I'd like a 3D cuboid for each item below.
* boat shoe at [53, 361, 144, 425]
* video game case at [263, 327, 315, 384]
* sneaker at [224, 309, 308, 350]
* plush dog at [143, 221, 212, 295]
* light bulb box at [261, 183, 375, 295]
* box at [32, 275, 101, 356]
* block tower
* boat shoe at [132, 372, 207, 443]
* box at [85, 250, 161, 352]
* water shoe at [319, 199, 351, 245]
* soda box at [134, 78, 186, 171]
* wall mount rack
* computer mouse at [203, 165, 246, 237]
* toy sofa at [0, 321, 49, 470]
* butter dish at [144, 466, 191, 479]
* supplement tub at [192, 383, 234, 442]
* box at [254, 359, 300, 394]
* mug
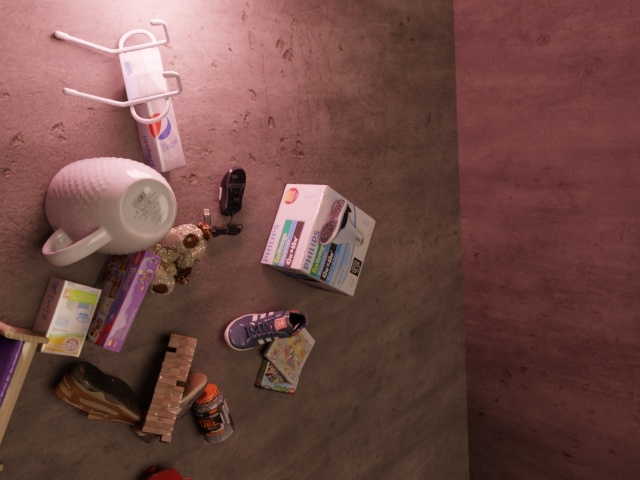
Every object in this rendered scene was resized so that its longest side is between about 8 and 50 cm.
[{"bbox_3d":[-0.666,0.480,1.629,0.120,0.122,0.324,-34,133,-3],"label":"boat shoe"},{"bbox_3d":[-0.124,0.446,2.236,0.206,0.026,0.227,56,47,-30],"label":"video game case"},{"bbox_3d":[-0.196,0.329,2.059,0.350,0.148,0.131,-11,83,-44],"label":"sneaker"},{"bbox_3d":[-0.470,0.030,1.761,0.262,0.211,0.225,-57,154,11],"label":"plush dog"},{"bbox_3d":[0.000,0.000,2.207,0.361,0.225,0.357,30,73,-46],"label":"light bulb box"},{"bbox_3d":[-0.725,0.216,1.525,0.114,0.103,0.203,26,75,-46],"label":"box"},{"bbox_3d":[-0.489,0.474,1.746,0.097,0.091,0.335,15,64,-14],"label":"block tower"},{"bbox_3d":[-0.498,0.566,1.826,0.285,0.103,0.092,-40,127,-33],"label":"boat shoe"},{"bbox_3d":[-0.601,0.163,1.583,0.057,0.201,0.293,35,70,-44],"label":"box"},{"bbox_3d":[0.067,-0.058,2.052,0.080,0.073,0.203,44,63,-44],"label":"water shoe"},{"bbox_3d":[-0.515,-0.362,1.691,0.091,0.098,0.286,-25,113,-43],"label":"soda box"},{"bbox_3d":[-0.565,-0.495,1.527,0.304,0.130,0.349,-14,68,-9],"label":"wall mount rack"},{"bbox_3d":[-0.354,-0.137,1.928,0.184,0.060,0.261,-16,118,-50],"label":"computer mouse"},{"bbox_3d":[-0.859,0.387,1.365,0.177,0.150,0.362,28,75,-47],"label":"toy sofa"},{"bbox_3d":[-0.542,0.815,1.799,0.160,0.118,0.160,-5,140,-48],"label":"butter dish"},{"bbox_3d":[-0.389,0.619,1.934,0.117,0.117,0.190,-34,118,-40],"label":"supplement tub"},{"bbox_3d":[-0.173,0.567,2.224,0.207,0.036,0.114,28,75,-46],"label":"box"},{"bbox_3d":[-0.589,-0.063,1.473,0.374,0.328,0.276,-48,127,-33],"label":"mug"}]
